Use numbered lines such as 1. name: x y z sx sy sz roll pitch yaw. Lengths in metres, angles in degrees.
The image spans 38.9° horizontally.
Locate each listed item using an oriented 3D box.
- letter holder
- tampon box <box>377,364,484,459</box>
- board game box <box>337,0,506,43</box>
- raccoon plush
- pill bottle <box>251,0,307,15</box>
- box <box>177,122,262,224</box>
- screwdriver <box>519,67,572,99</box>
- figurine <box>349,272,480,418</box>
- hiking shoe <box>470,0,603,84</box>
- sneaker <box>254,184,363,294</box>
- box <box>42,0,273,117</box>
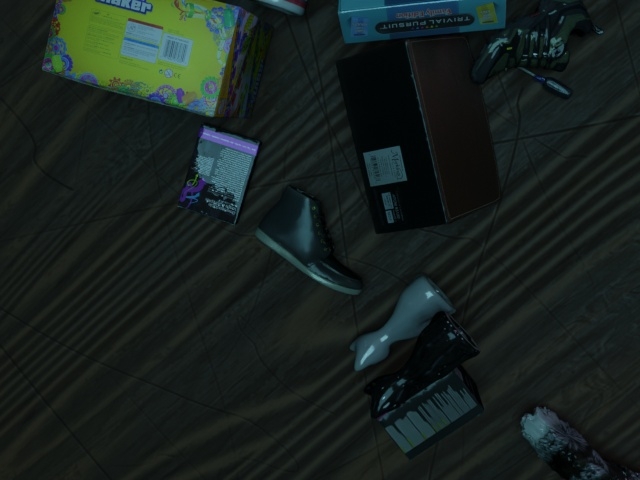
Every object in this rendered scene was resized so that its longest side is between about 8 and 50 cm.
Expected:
1. letter holder: 0.178 -0.187 1.557 0.152 0.214 0.302 -9 98 41
2. tampon box: 0.189 0.284 1.603 0.161 0.120 0.101 -36 102 10
3. board game box: 0.158 -0.482 1.462 0.253 0.079 0.336 -3 62 9
4. raccoon plush: 0.486 0.539 1.610 0.446 0.216 0.299 45 117 30
5. pill bottle: -0.054 -0.489 1.560 0.108 0.108 0.180 19 99 5
6. box: -0.185 -0.121 1.661 0.116 0.029 0.162 19 97 6
7. screwdriver: 0.359 -0.291 1.574 0.169 0.024 0.025 28 128 10
8. figurine: 0.145 0.184 1.575 0.209 0.215 0.092 -41 118 11
9. hiking shoe: 0.361 -0.323 1.524 0.227 0.086 0.114 -37 82 6
10. sneaker: 0.000 0.000 1.622 0.222 0.083 0.118 33 99 4
11. box: -0.260 -0.324 1.521 0.289 0.279 0.177 16 99 5
